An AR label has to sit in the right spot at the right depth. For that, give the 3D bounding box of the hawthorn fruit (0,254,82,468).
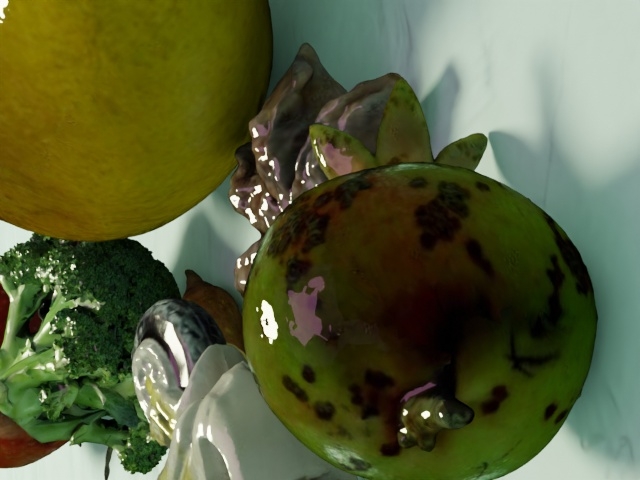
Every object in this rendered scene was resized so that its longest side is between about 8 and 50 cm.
[{"bbox_3d":[-0.273,0.117,1.471,0.235,0.181,0.181,41,127,49],"label":"hawthorn fruit"}]

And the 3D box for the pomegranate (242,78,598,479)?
[{"bbox_3d":[0.042,0.011,0.756,0.156,0.156,0.220,122,152,-51],"label":"pomegranate"}]

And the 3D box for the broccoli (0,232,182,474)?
[{"bbox_3d":[-0.167,0.076,1.244,0.156,0.195,0.195,-43,31,-1],"label":"broccoli"}]

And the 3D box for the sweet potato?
[{"bbox_3d":[-0.080,0.054,1.164,0.117,0.049,0.049,-115,34,-52],"label":"sweet potato"}]

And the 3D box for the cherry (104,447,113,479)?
[{"bbox_3d":[-0.154,0.223,1.288,0.107,0.090,0.226,117,156,-67],"label":"cherry"}]

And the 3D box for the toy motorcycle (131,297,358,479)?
[{"bbox_3d":[-0.029,0.200,0.949,0.223,0.107,0.341,-4,96,58],"label":"toy motorcycle"}]

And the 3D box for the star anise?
[{"bbox_3d":[0.001,-0.016,0.942,0.212,0.073,0.197,164,103,-63],"label":"star anise"}]

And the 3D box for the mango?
[{"bbox_3d":[-0.161,-0.151,1.078,0.301,0.220,0.445,51,156,2],"label":"mango"}]
